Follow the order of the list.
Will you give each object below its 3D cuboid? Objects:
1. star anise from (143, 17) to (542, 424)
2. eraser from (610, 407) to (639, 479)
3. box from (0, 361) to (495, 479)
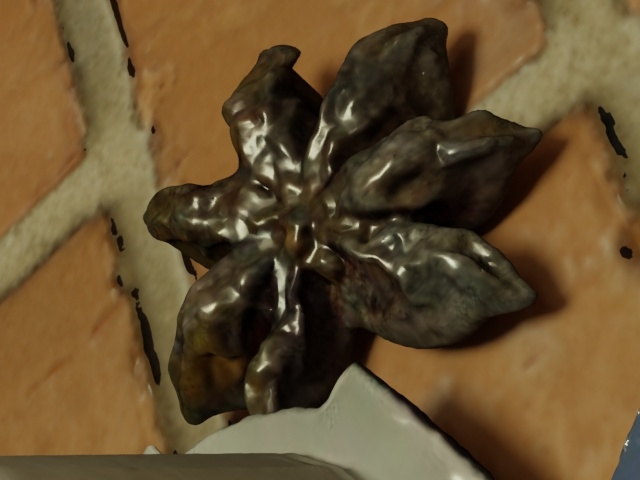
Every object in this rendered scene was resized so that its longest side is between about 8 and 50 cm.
[{"bbox_3d":[0.000,-0.015,0.883,0.212,0.073,0.197,-34,52,25],"label":"star anise"},{"bbox_3d":[0.197,0.098,0.658,0.225,0.036,0.082,16,79,48],"label":"eraser"},{"bbox_3d":[-0.095,0.174,0.751,0.291,0.206,0.262,-13,72,39],"label":"box"}]
